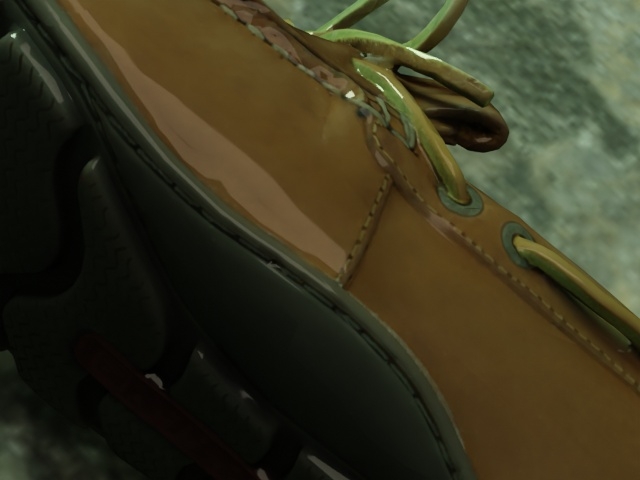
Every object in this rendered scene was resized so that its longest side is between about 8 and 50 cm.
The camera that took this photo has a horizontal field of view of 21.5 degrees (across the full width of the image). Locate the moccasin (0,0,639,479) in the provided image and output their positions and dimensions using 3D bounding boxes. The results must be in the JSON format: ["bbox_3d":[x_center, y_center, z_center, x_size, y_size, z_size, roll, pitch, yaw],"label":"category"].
[{"bbox_3d":[0.001,-0.002,0.488,0.380,0.139,0.147,40,50,6],"label":"moccasin"}]
